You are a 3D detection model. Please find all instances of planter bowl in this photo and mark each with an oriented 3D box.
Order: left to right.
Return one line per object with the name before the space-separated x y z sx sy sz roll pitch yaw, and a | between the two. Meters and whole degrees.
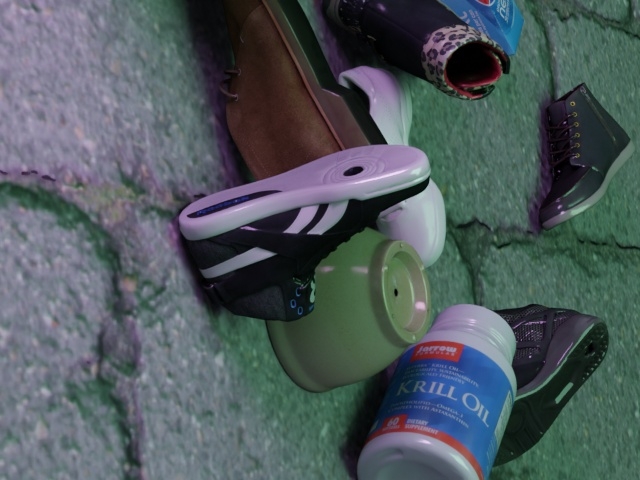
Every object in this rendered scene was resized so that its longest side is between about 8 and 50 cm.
planter bowl | 0.035 0.054 1.582 0.162 0.109 0.162 26 60 -55

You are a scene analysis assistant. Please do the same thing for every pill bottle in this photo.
pill bottle | 0.123 0.166 1.687 0.124 0.124 0.221 62 33 -29

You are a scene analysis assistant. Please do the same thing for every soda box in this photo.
soda box | 0.155 -0.300 1.940 0.210 0.071 0.067 56 37 -36

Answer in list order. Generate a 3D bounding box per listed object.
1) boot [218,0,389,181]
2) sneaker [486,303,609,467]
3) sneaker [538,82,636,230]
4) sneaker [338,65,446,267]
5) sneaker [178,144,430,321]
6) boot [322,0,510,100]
boot | -0.054 -0.157 1.506 0.305 0.115 0.112 61 15 6
sneaker | 0.203 0.154 1.887 0.227 0.130 0.087 -47 131 -22
sneaker | 0.309 -0.105 2.165 0.118 0.083 0.222 53 42 -9
sneaker | 0.058 -0.071 1.707 0.094 0.080 0.212 1 71 -55
sneaker | 0.000 0.000 1.446 0.079 0.216 0.121 -82 155 -63
boot | 0.127 -0.190 1.744 0.236 0.178 0.085 19 104 -52
